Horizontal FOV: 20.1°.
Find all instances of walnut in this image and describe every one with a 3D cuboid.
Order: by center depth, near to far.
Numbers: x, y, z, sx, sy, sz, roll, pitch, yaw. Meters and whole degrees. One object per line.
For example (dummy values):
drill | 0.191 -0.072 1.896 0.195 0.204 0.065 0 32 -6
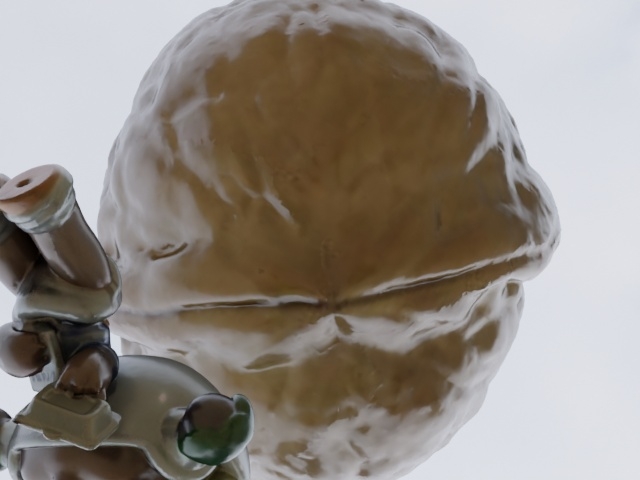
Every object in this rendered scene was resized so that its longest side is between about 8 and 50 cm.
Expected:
walnut | -0.003 0.000 1.015 0.252 0.313 0.277 24 -82 -4

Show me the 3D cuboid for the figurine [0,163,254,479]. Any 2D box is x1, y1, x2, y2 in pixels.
figurine | -0.092 0.066 0.718 0.197 0.147 0.093 60 -141 -32
